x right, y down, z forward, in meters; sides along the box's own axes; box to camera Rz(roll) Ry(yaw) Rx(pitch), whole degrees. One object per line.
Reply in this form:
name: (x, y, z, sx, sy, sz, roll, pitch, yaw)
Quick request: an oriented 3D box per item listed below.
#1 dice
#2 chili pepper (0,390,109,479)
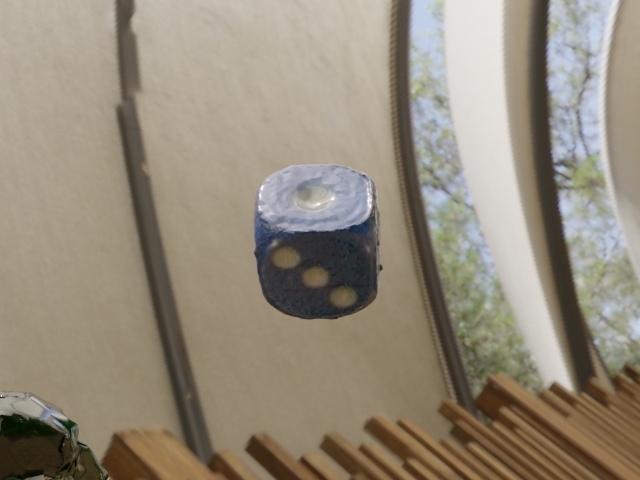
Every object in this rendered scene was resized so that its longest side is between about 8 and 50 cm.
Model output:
dice: (0.000, 0.000, 1.189, 0.143, 0.147, 0.146, -85, -9, -52)
chili pepper: (-0.296, 0.196, 0.748, 0.261, 0.165, 0.174, -3, -21, -2)
